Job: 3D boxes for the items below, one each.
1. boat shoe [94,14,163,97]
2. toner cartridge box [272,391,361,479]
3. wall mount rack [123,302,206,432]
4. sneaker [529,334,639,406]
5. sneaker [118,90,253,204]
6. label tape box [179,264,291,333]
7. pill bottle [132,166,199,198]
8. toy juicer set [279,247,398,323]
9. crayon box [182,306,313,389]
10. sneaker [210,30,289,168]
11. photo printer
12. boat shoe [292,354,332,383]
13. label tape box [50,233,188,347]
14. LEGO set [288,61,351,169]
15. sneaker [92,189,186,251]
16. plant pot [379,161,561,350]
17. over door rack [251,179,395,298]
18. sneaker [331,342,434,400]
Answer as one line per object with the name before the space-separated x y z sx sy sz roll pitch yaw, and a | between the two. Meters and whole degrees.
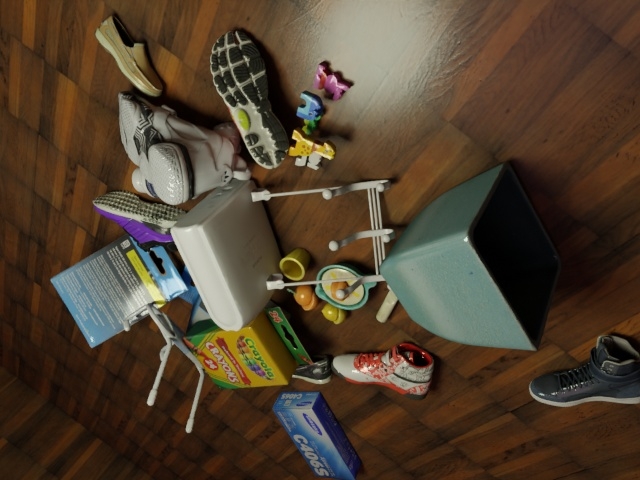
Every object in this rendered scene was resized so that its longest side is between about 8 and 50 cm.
boat shoe | -0.415 -0.410 1.017 0.072 0.068 0.190 -36 104 23
toner cartridge box | -0.008 0.660 1.540 0.165 0.075 0.348 -13 115 32
wall mount rack | -0.417 0.344 1.280 0.304 0.130 0.350 45 165 40
sneaker | 0.557 0.275 0.970 0.226 0.086 0.163 -11 127 22
sneaker | -0.313 -0.224 1.043 0.366 0.210 0.137 49 137 31
label tape box | -0.293 0.218 1.355 0.347 0.115 0.249 34 131 0
pill bottle | -0.388 -0.153 1.157 0.169 0.094 0.094 4 123 24
toy juicer set | 0.059 0.142 1.138 0.328 0.089 0.209 9 125 21
crayon box | -0.200 0.297 1.238 0.318 0.081 0.202 -17 112 33
sneaker | -0.153 -0.281 0.949 0.107 0.118 0.279 -19 100 -11
photo printer | -0.200 0.040 1.089 0.107 0.256 0.308 -3 120 25
boat shoe | -0.075 0.366 1.374 0.233 0.084 0.079 2 112 24
label tape box | -0.589 0.130 1.386 0.333 0.106 0.241 -30 91 -2
LEGO set | 0.002 -0.220 0.919 0.093 0.087 0.227 25 131 9
sneaker | -0.512 -0.039 1.287 0.293 0.102 0.146 17 124 16
plant pot | 0.266 0.043 0.879 0.252 0.247 0.248 -18 113 47
over door rack | 0.000 0.000 1.004 0.324 0.108 0.240 -2 106 19
sneaker | 0.164 0.319 1.210 0.270 0.090 0.145 14 126 13
